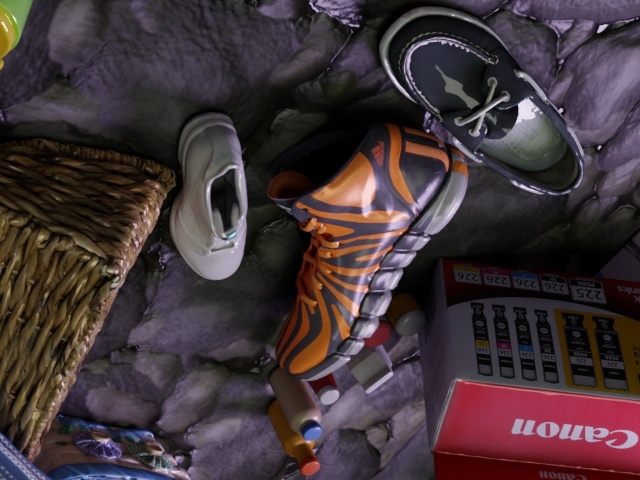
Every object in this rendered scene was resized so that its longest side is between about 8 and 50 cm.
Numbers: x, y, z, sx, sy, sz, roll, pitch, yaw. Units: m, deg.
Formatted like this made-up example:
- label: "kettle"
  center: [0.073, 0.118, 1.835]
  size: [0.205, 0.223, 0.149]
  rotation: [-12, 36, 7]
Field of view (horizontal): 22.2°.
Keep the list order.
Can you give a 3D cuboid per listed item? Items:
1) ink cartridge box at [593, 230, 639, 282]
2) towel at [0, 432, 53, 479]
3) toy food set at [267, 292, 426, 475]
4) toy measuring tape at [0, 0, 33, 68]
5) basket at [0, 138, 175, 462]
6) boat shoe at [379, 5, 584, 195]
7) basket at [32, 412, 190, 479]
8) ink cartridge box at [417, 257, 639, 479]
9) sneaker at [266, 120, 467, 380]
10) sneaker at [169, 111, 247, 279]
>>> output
- label: "ink cartridge box"
  center: [0.437, 0.045, 2.016]
  size: [0.140, 0.082, 0.190]
  rotation: [23, 120, -40]
- label: "towel"
  center: [-0.412, 0.238, 1.610]
  size: [0.336, 0.040, 0.243]
  rotation: [-24, 118, 36]
- label: "toy food set"
  center: [0.029, 0.159, 1.891]
  size: [0.232, 0.104, 0.111]
  rotation: [-38, 137, 10]
- label: "toy measuring tape"
  center: [-0.304, -0.232, 1.297]
  size: [0.121, 0.121, 0.330]
  rotation: [-23, 151, -6]
- label: "basket"
  center: [-0.311, 0.040, 1.605]
  size: [0.213, 0.223, 0.299]
  rotation: [27, 120, -5]
- label: "boat shoe"
  center: [0.179, -0.140, 1.688]
  size: [0.302, 0.091, 0.114]
  rotation: [26, 116, -42]
- label: "basket"
  center: [-0.243, 0.329, 1.774]
  size: [0.255, 0.289, 0.201]
  rotation: [17, 123, -41]
- label: "ink cartridge box"
  center: [0.281, 0.169, 1.848]
  size: [0.309, 0.272, 0.130]
  rotation: [6, 130, -8]
- label: "sneaker"
  center: [0.000, 0.000, 1.729]
  size: [0.180, 0.124, 0.321]
  rotation: [19, 113, -32]
- label: "sneaker"
  center: [-0.105, -0.022, 1.651]
  size: [0.080, 0.094, 0.212]
  rotation: [-17, 137, -15]
